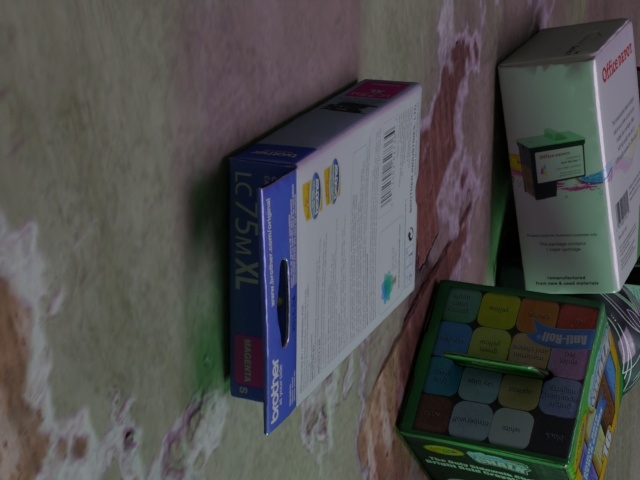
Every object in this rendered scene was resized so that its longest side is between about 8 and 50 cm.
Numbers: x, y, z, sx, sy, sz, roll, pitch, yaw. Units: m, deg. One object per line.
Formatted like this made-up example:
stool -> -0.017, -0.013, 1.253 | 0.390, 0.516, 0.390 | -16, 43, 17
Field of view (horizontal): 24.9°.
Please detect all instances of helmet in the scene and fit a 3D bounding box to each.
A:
helmet -> 0.344, 0.124, 1.877 | 0.169, 0.162, 0.169 | 8, 90, -69

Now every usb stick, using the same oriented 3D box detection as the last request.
usb stick -> 0.279, 0.014, 1.835 | 0.278, 0.045, 0.077 | -39, 125, -60

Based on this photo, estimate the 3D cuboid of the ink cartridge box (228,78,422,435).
ink cartridge box -> 0.000, 0.000, 1.097 | 0.311, 0.065, 0.185 | -42, 136, -62

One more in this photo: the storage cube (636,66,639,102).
storage cube -> 0.459, -0.133, 2.047 | 0.215, 0.184, 0.193 | -37, 133, -62

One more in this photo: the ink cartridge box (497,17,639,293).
ink cartridge box -> 0.302, -0.101, 1.699 | 0.201, 0.117, 0.278 | -42, 126, -59

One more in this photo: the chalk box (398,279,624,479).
chalk box -> 0.199, 0.158, 1.501 | 0.289, 0.180, 0.179 | 61, 42, -59

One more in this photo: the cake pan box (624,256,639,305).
cake pan box -> 0.493, 0.083, 2.132 | 0.267, 0.246, 0.070 | 51, 47, -61
